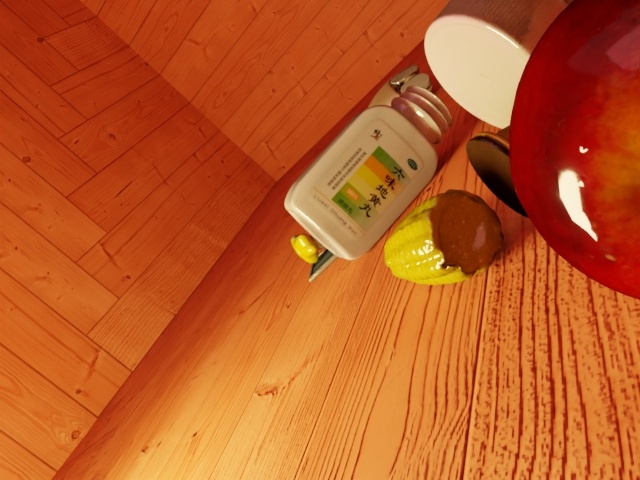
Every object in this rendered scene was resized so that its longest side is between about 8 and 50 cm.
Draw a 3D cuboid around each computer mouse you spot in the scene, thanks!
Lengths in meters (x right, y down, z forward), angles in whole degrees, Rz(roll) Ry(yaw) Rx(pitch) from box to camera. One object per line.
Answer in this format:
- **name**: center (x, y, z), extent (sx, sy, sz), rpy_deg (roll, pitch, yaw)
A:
- **computer mouse**: center (0.215, -0.394, 1.682), extent (0.236, 0.082, 0.145), rpy_deg (-47, 41, 20)

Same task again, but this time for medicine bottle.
- **medicine bottle**: center (0.307, -0.319, 0.772), extent (0.302, 0.241, 0.241), rpy_deg (-49, 11, -8)
- **medicine bottle**: center (0.098, -0.131, 1.068), extent (0.324, 0.179, 0.124), rpy_deg (-48, 10, -9)

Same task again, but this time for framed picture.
- **framed picture**: center (0.031, 0.017, 1.239), extent (0.149, 0.011, 0.109), rpy_deg (-43, 12, 17)

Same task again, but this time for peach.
- **peach**: center (0.228, -0.076, 0.344), extent (0.244, 0.199, 0.243), rpy_deg (-35, 11, 8)

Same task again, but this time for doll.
- **doll**: center (0.002, 0.000, 1.252), extent (0.113, 0.071, 0.135), rpy_deg (-33, 7, -38)

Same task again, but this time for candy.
- **candy**: center (0.130, 0.006, 0.711), extent (0.106, 0.094, 0.199), rpy_deg (-57, 8, -18)

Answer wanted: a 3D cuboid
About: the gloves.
- **gloves**: center (0.306, -0.160, 0.628), extent (0.294, 0.116, 0.133), rpy_deg (-41, 18, -2)
